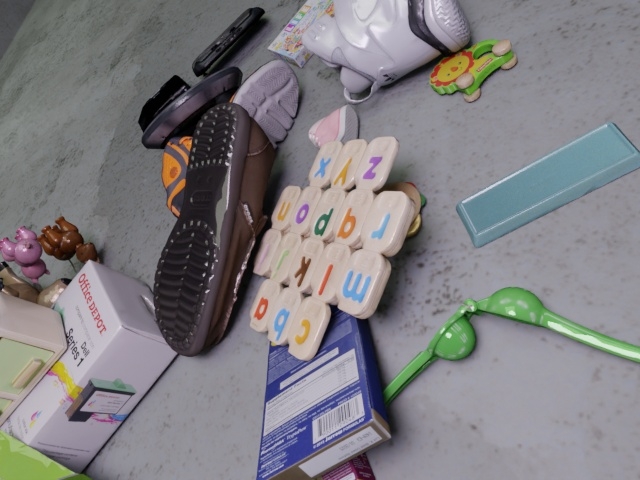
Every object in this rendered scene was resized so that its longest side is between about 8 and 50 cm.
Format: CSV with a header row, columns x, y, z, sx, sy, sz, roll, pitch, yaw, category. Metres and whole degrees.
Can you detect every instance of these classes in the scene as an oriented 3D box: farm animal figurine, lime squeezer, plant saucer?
x,y,z,sx,sy,sz,roll,pitch,yaw,category
-0.544,0.117,0.897,0.327,0.172,0.330,-37,12,17,farm animal figurine
0.164,0.110,0.492,0.311,0.059,0.109,-21,83,23,lime squeezer
0.246,-0.063,0.551,0.192,0.018,0.067,-30,49,19,plant saucer

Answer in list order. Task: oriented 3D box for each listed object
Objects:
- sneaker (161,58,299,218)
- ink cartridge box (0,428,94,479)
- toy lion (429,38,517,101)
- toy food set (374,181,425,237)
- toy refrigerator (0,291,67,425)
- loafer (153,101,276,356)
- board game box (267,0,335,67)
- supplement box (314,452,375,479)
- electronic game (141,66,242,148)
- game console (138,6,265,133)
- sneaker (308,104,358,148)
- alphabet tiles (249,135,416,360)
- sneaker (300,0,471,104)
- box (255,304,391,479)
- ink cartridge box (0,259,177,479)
x,y,z,sx,sy,sz,roll,pitch,yaw,category
-0.176,-0.180,0.862,0.180,0.124,0.321,23,78,42,sneaker
-0.363,0.373,0.592,0.255,0.097,0.188,24,76,9,ink cartridge box
0.203,-0.240,0.687,0.100,0.034,0.096,-41,39,8,toy lion
0.095,-0.041,0.646,0.083,0.020,0.082,-3,61,36,toy food set
-0.493,0.212,0.706,0.269,0.102,0.094,-48,46,4,toy refrigerator
-0.133,-0.009,0.727,0.134,0.130,0.365,13,88,40,loafer
-0.022,-0.411,0.960,0.154,0.026,0.103,-51,45,-1,board game box
0.016,0.230,0.520,0.055,0.043,0.083,-35,48,14,supplement box
-0.238,-0.247,0.932,0.229,0.048,0.229,-37,9,7,electronic game
-0.252,-0.366,1.064,0.361,0.044,0.213,-44,31,2,game console
0.016,-0.140,0.748,0.070,0.051,0.134,-14,53,32,sneaker
0.000,0.000,0.628,0.284,0.021,0.277,13,79,57,alphabet tiles
0.056,-0.389,0.753,0.210,0.137,0.365,-32,72,27,sneaker
-0.002,0.152,0.549,0.136,0.036,0.225,-35,24,14,box
-0.375,0.199,0.776,0.278,0.117,0.201,-51,46,0,ink cartridge box
